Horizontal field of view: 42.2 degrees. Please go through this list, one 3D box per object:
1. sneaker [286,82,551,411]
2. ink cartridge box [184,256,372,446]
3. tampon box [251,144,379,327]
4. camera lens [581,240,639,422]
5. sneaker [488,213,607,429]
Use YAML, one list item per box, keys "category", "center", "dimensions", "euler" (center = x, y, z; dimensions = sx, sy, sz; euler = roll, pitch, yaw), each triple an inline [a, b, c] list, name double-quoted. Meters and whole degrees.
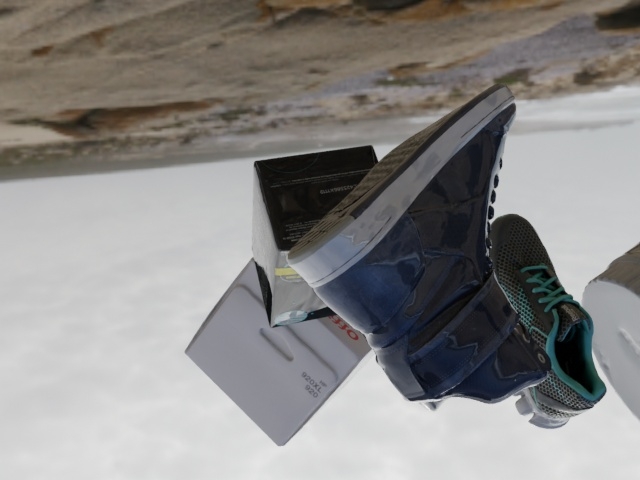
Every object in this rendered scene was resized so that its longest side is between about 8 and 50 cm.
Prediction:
- category: "sneaker"
  center: [0.097, 0.008, 0.543]
  dimensions: [0.226, 0.163, 0.086]
  euler: [-45, -171, -35]
- category: "ink cartridge box"
  center: [-0.016, 0.104, 1.035]
  dimensions: [0.171, 0.168, 0.232]
  euler: [42, -154, 10]
- category: "tampon box"
  center: [0.000, 0.000, 0.820]
  dimensions: [0.120, 0.101, 0.161]
  euler: [-10, 150, -11]
- category: "camera lens"
  center: [0.436, 0.065, 0.831]
  dimensions: [0.274, 0.219, 0.219]
  euler: [-26, -169, -10]
- category: "sneaker"
  center: [0.172, 0.054, 0.619]
  dimensions: [0.065, 0.167, 0.076]
  euler: [-10, 167, -22]
